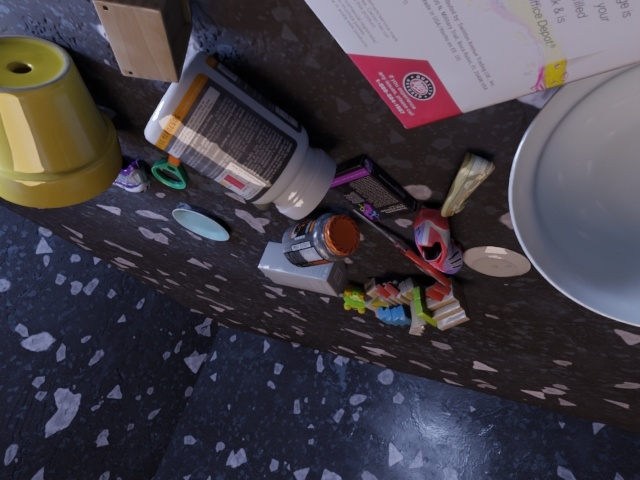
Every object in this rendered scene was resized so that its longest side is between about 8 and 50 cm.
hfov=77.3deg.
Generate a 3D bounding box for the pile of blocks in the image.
[{"bbox_3d":[0.228,0.173,1.117,0.113,0.148,0.362,34,154,-29],"label":"pile of blocks"}]

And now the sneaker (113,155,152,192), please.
[{"bbox_3d":[-0.553,-0.198,1.056,0.224,0.083,0.098,12,135,9],"label":"sneaker"}]

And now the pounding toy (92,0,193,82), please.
[{"bbox_3d":[-0.224,-0.290,0.504,0.101,0.141,0.130,6,158,-7],"label":"pounding toy"}]

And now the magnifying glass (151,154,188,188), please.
[{"bbox_3d":[-0.358,-0.181,0.971,0.092,0.026,0.231,28,155,-18],"label":"magnifying glass"}]

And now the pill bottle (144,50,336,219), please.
[{"bbox_3d":[-0.121,-0.157,0.656,0.279,0.162,0.162,32,154,-25],"label":"pill bottle"}]

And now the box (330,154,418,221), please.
[{"bbox_3d":[0.096,-0.096,0.784,0.162,0.029,0.116,35,153,-29],"label":"box"}]

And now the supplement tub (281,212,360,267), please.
[{"bbox_3d":[0.000,0.000,0.962,0.117,0.116,0.191,33,153,-27],"label":"supplement tub"}]

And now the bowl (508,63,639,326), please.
[{"bbox_3d":[0.368,-0.065,0.422,0.298,0.134,0.297,10,112,27],"label":"bowl"}]

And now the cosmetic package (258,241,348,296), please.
[{"bbox_3d":[-0.053,0.086,1.218,0.238,0.107,0.127,12,156,26],"label":"cosmetic package"}]

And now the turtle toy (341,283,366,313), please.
[{"bbox_3d":[0.135,0.189,1.333,0.130,0.066,0.095,12,132,14],"label":"turtle toy"}]

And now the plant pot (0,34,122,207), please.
[{"bbox_3d":[-0.530,-0.229,0.756,0.254,0.253,0.239,21,142,-2],"label":"plant pot"}]

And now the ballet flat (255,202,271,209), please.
[{"bbox_3d":[-0.129,-0.128,0.844,0.068,0.072,0.213,6,153,21],"label":"ballet flat"}]

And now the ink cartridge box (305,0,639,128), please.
[{"bbox_3d":[0.152,-0.235,0.301,0.307,0.131,0.226,-6,145,43],"label":"ink cartridge box"}]

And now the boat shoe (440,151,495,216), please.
[{"bbox_3d":[0.239,-0.083,0.664,0.048,0.056,0.153,21,150,11],"label":"boat shoe"}]

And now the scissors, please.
[{"bbox_3d":[0.197,0.021,0.927,0.297,0.021,0.109,38,-178,-30],"label":"scissors"}]

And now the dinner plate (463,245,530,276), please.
[{"bbox_3d":[0.389,0.053,0.892,0.141,0.017,0.141,16,156,7],"label":"dinner plate"}]

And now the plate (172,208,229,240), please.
[{"bbox_3d":[-0.372,-0.055,1.263,0.188,0.024,0.188,17,158,7],"label":"plate"}]

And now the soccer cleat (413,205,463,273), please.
[{"bbox_3d":[0.244,0.023,0.840,0.083,0.095,0.248,6,153,29],"label":"soccer cleat"}]
